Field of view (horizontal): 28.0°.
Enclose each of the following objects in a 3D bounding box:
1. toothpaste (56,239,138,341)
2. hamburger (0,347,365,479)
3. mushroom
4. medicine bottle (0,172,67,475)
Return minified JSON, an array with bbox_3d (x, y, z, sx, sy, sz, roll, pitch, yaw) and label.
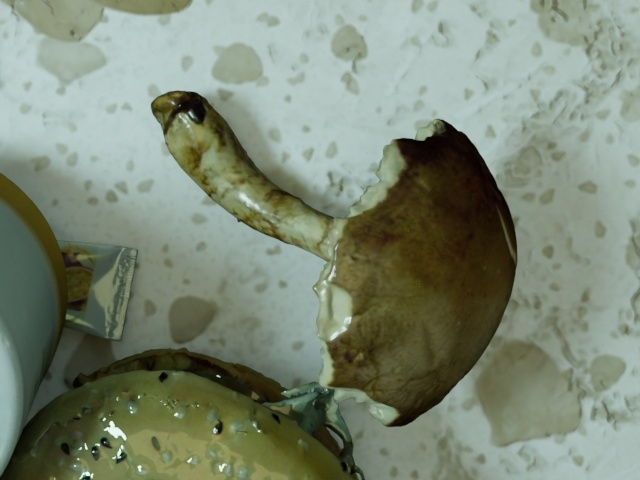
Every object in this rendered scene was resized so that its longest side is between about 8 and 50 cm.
[{"bbox_3d":[-0.313,0.017,1.060,0.314,0.056,0.058,10,130,-3],"label":"toothpaste"},{"bbox_3d":[-0.112,0.224,0.995,0.318,0.195,0.277,-11,97,5],"label":"hamburger"},{"bbox_3d":[0.033,-0.012,1.027,0.208,0.302,0.233,-28,137,-11],"label":"mushroom"},{"bbox_3d":[-0.315,0.069,0.928,0.238,0.232,0.238,-1,108,-3],"label":"medicine bottle"}]
